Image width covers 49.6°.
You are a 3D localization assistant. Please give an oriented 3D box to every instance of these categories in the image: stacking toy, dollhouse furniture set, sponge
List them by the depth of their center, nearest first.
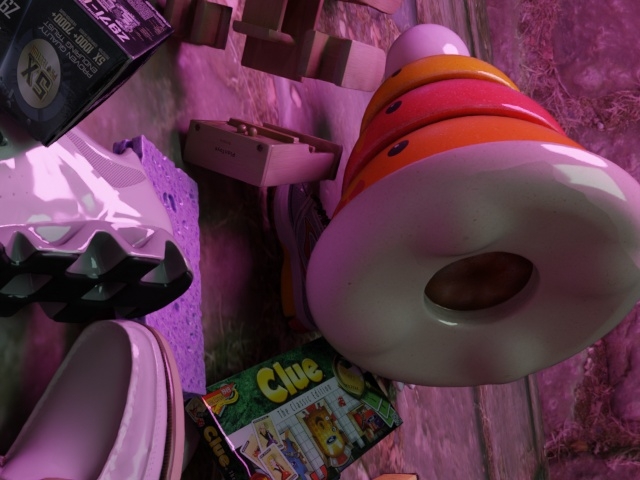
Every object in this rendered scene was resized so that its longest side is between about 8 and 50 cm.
[{"bbox_3d":[-0.137,0.028,0.597,0.117,0.031,0.210,53,29,-68],"label":"sponge"},{"bbox_3d":[-0.035,-0.190,0.727,0.161,0.212,0.242,-16,123,-63],"label":"dollhouse furniture set"},{"bbox_3d":[0.147,-0.099,0.835,0.480,0.350,0.351,-95,159,-44],"label":"stacking toy"}]

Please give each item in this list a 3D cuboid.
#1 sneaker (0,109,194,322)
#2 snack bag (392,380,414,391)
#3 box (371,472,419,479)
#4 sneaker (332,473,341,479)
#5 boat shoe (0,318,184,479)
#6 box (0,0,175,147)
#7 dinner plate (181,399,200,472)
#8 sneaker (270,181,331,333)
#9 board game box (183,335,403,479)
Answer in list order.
[{"bbox_3d":[-0.226,-0.036,0.409,0.330,0.122,0.146,17,48,-58],"label":"sneaker"},{"bbox_3d":[0.169,0.028,1.064,0.323,0.037,0.343,-60,151,-27],"label":"snack bag"},{"bbox_3d":[0.077,0.384,0.956,0.232,0.058,0.087,13,71,-63],"label":"box"},{"bbox_3d":[0.005,0.271,0.787,0.226,0.086,0.164,-4,76,-55],"label":"sneaker"},{"bbox_3d":[-0.172,0.183,0.422,0.103,0.113,0.302,42,52,-50],"label":"boat shoe"},{"bbox_3d":[-0.189,-0.162,0.421,0.180,0.077,0.147,46,14,-19],"label":"box"},{"bbox_3d":[-0.141,0.149,0.622,0.141,0.017,0.141,24,63,-59],"label":"dinner plate"},{"bbox_3d":[0.000,0.000,0.866,0.088,0.092,0.225,-2,84,-64],"label":"sneaker"},{"bbox_3d":[-0.015,0.180,0.718,0.136,0.030,0.259,54,30,14],"label":"board game box"}]
